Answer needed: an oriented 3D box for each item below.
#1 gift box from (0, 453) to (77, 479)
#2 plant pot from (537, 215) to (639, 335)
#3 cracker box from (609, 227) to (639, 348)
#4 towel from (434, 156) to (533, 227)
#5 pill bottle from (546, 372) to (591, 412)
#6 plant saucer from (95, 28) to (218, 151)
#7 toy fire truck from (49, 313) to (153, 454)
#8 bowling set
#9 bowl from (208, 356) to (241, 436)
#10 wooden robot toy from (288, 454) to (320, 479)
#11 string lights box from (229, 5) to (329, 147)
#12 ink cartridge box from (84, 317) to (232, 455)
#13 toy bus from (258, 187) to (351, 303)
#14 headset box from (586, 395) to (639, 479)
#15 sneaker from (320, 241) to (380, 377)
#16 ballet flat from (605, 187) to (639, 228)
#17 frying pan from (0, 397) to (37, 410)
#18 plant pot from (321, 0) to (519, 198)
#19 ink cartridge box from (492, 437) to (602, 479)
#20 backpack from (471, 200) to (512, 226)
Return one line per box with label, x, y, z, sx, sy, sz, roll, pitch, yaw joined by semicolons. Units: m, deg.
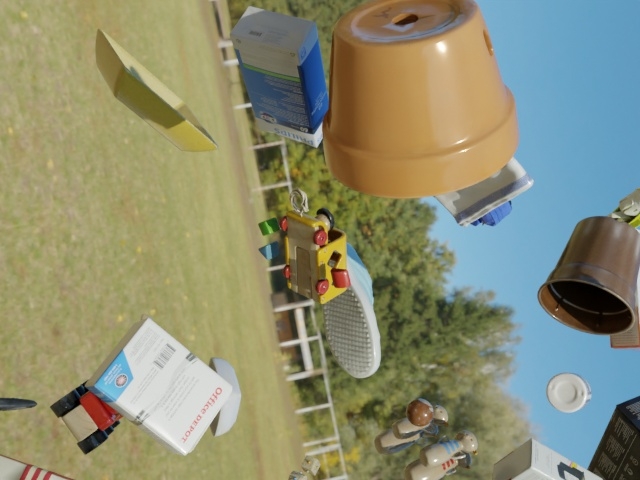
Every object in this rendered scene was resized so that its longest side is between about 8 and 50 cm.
gift box;-0.466;0.536;1.257;0.258;0.255;0.276;61;39;-52
plant pot;0.497;0.057;1.343;0.165;0.167;0.167;-59;161;-28
cracker box;0.632;0.101;1.488;0.067;0.156;0.232;-11;-106;44
towel;0.224;-0.159;1.343;0.285;0.034;0.209;46;-33;-6
pill bottle;0.504;0.306;1.510;0.137;0.078;0.078;23;51;-63
plant saucer;-0.445;-0.371;1.942;0.333;0.081;0.332;40;7;-40
toy fire truck;-0.405;0.281;1.517;0.158;0.246;0.217;55;-7;-1
bowling set;0.244;0.400;1.497;0.287;0.154;0.199;42;-44;48
bowl;-0.216;0.345;1.660;0.142;0.053;0.142;-117;-146;-51
wooden robot toy;-0.071;0.521;1.546;0.173;0.079;0.076;-66;149;-16
string lights box;-0.065;-0.290;1.363;0.076;0.133;0.259;-62;160;-24
ink cartridge box;-0.281;0.257;1.313;0.203;0.148;0.086;44;-29;-15
toy bus;-0.004;0.009;1.362;0.191;0.104;0.202;58;-39;6
headset box;0.705;0.493;1.510;0.283;0.131;0.246;-127;-148;-45
sneaker;0.085;0.145;1.759;0.150;0.135;0.365;10;55;-47
ballet flat;0.732;-0.067;1.777;0.231;0.077;0.077;112;-22;-60
frying pan;-0.546;0.208;1.007;0.197;0.326;0.053;-40;-122;56
plant pot;0.132;-0.222;1.066;0.290;0.291;0.203;-106;-178;-53
ink cartridge box;0.446;0.484;1.473;0.127;0.175;0.072;-53;-170;39
backpack;0.358;-0.081;1.658;0.098;0.101;0.120;49;-6;-36
